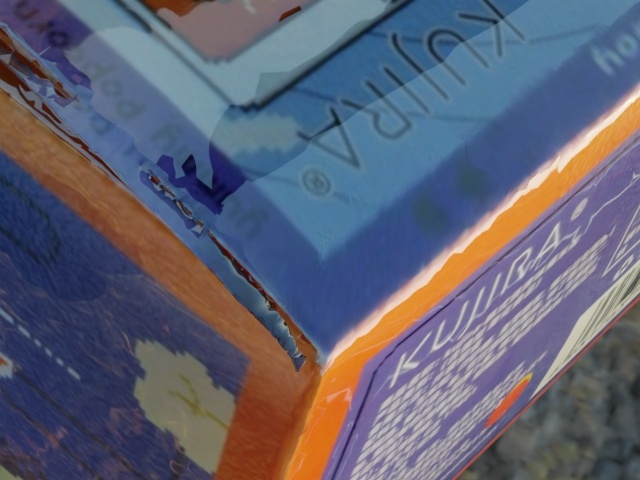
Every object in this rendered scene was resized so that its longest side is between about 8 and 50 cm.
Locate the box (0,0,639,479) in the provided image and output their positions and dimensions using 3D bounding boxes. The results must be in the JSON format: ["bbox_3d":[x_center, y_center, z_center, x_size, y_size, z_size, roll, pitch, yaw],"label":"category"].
[{"bbox_3d":[-0.025,-0.084,0.637,0.348,0.318,0.257,-37,160,-34],"label":"box"}]
